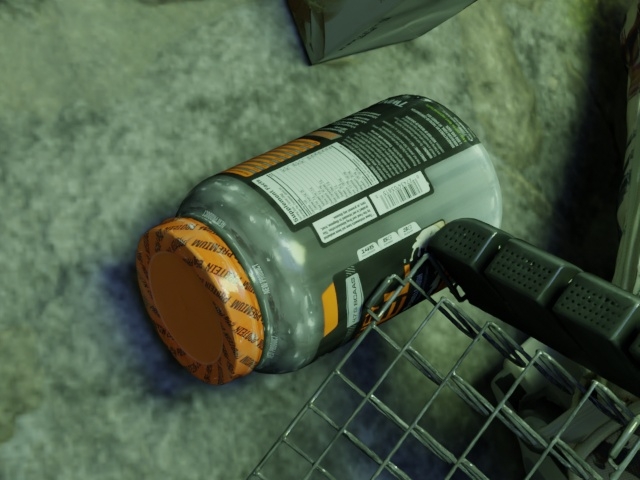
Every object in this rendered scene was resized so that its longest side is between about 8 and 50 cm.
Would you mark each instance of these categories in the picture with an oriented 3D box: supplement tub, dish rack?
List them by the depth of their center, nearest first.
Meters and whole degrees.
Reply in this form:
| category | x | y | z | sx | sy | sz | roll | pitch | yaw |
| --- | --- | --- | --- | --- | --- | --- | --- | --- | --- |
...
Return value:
| category | x | y | z | sx | sy | sz | roll | pitch | yaw |
| --- | --- | --- | --- | --- | --- | --- | --- | --- | --- |
| dish rack | 0.061 | 0.121 | 0.653 | 0.271 | 0.208 | 0.074 | -51 | 128 | -7 |
| supplement tub | 0.000 | 0.000 | 0.756 | 0.190 | 0.117 | 0.117 | -27 | 91 | -31 |

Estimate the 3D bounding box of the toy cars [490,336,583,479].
| category | x | y | z | sx | sy | sz | roll | pitch | yaw |
| --- | --- | --- | --- | --- | --- | --- | --- | --- | --- |
| toy cars | 0.266 | 0.178 | 0.882 | 0.394 | 0.087 | 0.176 | 21 | 52 | -20 |

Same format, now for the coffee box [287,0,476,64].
| category | x | y | z | sx | sy | sz | roll | pitch | yaw |
| --- | --- | --- | --- | --- | --- | --- | --- | --- | --- |
| coffee box | 0.019 | -0.251 | 0.817 | 0.098 | 0.141 | 0.246 | -19 | 88 | -32 |

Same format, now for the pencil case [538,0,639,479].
| category | x | y | z | sx | sy | sz | roll | pitch | yaw |
| --- | --- | --- | --- | --- | --- | --- | --- | --- | --- |
| pencil case | 0.249 | -0.014 | 0.828 | 0.183 | 0.160 | 0.410 | 36 | 48 | -24 |
